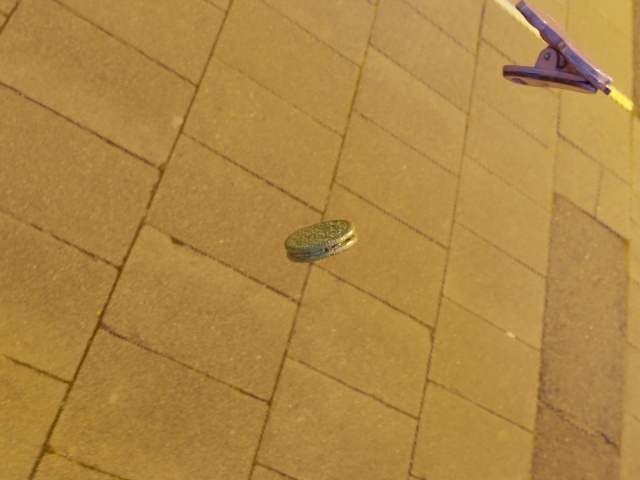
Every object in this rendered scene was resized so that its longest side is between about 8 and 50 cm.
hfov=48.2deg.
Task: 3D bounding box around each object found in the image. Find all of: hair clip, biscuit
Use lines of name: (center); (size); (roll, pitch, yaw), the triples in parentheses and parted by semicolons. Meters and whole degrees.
hair clip: (0.310, -0.245, 0.912); (0.123, 0.138, 0.102); (2, 104, -47)
biscuit: (0.000, 0.000, 0.810); (0.084, 0.084, 0.023); (-30, 113, -38)
